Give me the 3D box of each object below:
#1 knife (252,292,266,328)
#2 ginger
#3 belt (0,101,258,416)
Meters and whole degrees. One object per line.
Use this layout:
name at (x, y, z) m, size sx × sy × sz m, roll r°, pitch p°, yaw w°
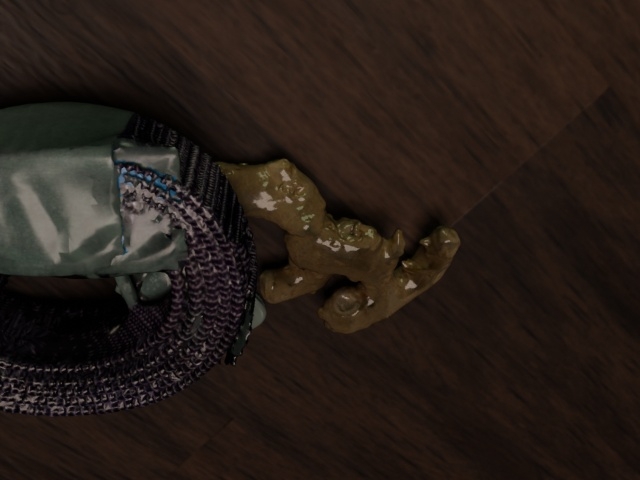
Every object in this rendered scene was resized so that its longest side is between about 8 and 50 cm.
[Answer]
knife at (-0.123, 0.104, 0.845) m, size 0.162 × 0.023 × 0.044 m, roll -31°, pitch 119°, yaw 6°
ginger at (-0.005, 0.013, 0.800) m, size 0.258 × 0.065 × 0.149 m, roll 19°, pitch 116°, yaw -24°
belt at (-0.216, 0.021, 0.712) m, size 0.324 × 0.122 × 0.260 m, roll -2°, pitch 123°, yaw 1°
